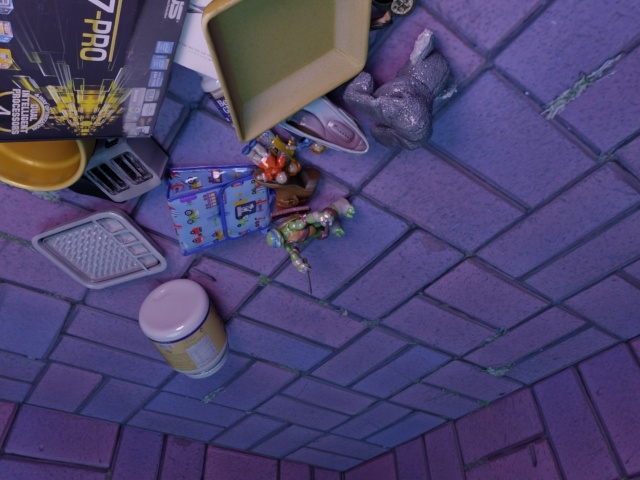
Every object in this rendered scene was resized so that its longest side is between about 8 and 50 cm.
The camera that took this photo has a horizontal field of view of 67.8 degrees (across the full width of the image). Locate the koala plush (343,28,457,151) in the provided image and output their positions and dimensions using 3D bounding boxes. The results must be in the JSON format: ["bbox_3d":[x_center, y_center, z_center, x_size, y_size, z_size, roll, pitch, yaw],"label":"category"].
[{"bbox_3d":[0.211,-0.334,1.067,0.221,0.203,0.196,-51,130,-5],"label":"koala plush"}]

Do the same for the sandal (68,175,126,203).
[{"bbox_3d":[-0.629,-0.152,1.331,0.067,0.040,0.179,-30,145,34],"label":"sandal"}]

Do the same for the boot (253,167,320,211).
[{"bbox_3d":[-0.106,-0.133,1.314,0.197,0.073,0.152,0,147,-26],"label":"boot"}]

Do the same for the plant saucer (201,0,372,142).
[{"bbox_3d":[-0.058,-0.374,0.876,0.333,0.081,0.333,-35,161,-12],"label":"plant saucer"}]

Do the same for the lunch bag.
[{"bbox_3d":[-0.270,-0.104,1.347,0.293,0.138,0.221,-12,138,-12],"label":"lunch bag"}]

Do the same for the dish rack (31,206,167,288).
[{"bbox_3d":[-0.675,0.020,1.483,0.332,0.072,0.285,-16,136,15],"label":"dish rack"}]

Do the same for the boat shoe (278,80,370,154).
[{"bbox_3d":[-0.028,-0.287,1.066,0.320,0.103,0.118,28,106,-23],"label":"boat shoe"}]

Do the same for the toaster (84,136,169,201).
[{"bbox_3d":[-0.501,-0.201,1.224,0.168,0.110,0.186,-18,135,18],"label":"toaster"}]

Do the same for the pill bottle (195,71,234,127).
[{"bbox_3d":[-0.214,-0.349,1.087,0.094,0.094,0.169,-21,134,20],"label":"pill bottle"}]

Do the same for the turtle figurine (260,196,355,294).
[{"bbox_3d":[0.000,0.000,1.330,0.274,0.266,0.198,15,122,40],"label":"turtle figurine"}]

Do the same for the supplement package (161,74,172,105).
[{"bbox_3d":[-0.422,-0.407,0.988,0.139,0.134,0.244,-5,137,4],"label":"supplement package"}]

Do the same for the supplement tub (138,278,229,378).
[{"bbox_3d":[-0.469,0.322,1.690,0.241,0.241,0.331,-7,137,5],"label":"supplement tub"}]

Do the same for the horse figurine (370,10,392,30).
[{"bbox_3d":[0.033,-0.488,0.940,0.174,0.066,0.263,3,160,45],"label":"horse figurine"}]

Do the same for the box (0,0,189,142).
[{"bbox_3d":[-0.399,-0.334,0.771,0.318,0.097,0.395,-16,152,-43],"label":"box"}]

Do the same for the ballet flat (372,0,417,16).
[{"bbox_3d":[0.096,-0.526,0.936,0.250,0.058,0.084,30,129,-30],"label":"ballet flat"}]

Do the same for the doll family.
[{"bbox_3d":[-0.069,-0.256,1.199,0.263,0.118,0.163,-43,119,11],"label":"doll family"}]

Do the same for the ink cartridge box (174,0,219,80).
[{"bbox_3d":[-0.182,-0.472,0.880,0.114,0.198,0.273,18,133,-20],"label":"ink cartridge box"}]

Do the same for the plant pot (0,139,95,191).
[{"bbox_3d":[-0.611,-0.278,1.043,0.254,0.239,0.254,-1,137,-1],"label":"plant pot"}]
